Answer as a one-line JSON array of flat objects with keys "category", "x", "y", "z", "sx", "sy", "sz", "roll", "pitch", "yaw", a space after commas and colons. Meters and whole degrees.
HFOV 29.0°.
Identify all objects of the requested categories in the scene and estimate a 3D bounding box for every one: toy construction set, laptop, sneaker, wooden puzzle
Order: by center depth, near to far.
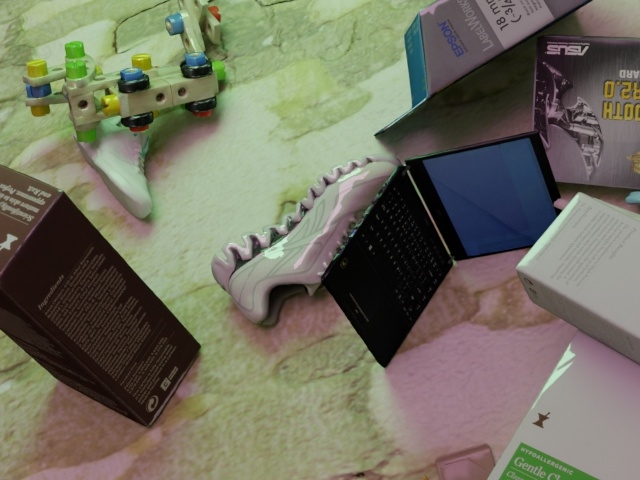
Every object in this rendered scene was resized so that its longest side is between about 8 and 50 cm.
[{"category": "wooden puzzle", "x": 0.170, "y": 0.277, "z": 1.424, "sx": 0.116, "sy": 0.014, "sz": 0.079, "roll": -13, "pitch": 60, "yaw": 16}, {"category": "laptop", "x": 0.156, "y": 0.018, "z": 1.453, "sx": 0.136, "sy": 0.234, "sz": 0.264, "roll": 24, "pitch": 71, "yaw": 33}, {"category": "sneaker", "x": 0.000, "y": 0.000, "z": 1.622, "sx": 0.292, "sy": 0.110, "sz": 0.118, "roll": -37, "pitch": 60, "yaw": 8}, {"category": "sneaker", "x": -0.287, "y": -0.120, "z": 1.833, "sx": 0.094, "sy": 0.080, "sz": 0.212, "roll": -31, "pitch": 51, "yaw": -13}, {"category": "toy construction set", "x": -0.273, "y": -0.252, "z": 1.859, "sx": 0.327, "sy": 0.151, "sz": 0.215, "roll": -30, "pitch": 33, "yaw": -17}]

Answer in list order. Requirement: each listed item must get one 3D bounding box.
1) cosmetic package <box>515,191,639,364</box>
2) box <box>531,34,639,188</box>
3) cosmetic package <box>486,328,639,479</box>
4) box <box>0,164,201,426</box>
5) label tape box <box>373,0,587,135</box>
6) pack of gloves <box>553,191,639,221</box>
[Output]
[{"category": "cosmetic package", "x": 0.328, "y": 0.054, "z": 1.264, "sx": 0.231, "sy": 0.085, "sz": 0.117, "roll": 34, "pitch": 78, "yaw": 38}, {"category": "box", "x": 0.378, "y": -0.157, "z": 1.517, "sx": 0.231, "sy": 0.056, "sz": 0.183, "roll": 8, "pitch": 104, "yaw": 26}, {"category": "cosmetic package", "x": 0.340, "y": 0.206, "z": 1.308, "sx": 0.197, "sy": 0.155, "sz": 0.366, "roll": 21, "pitch": 70, "yaw": 35}, {"category": "box", "x": -0.325, "y": 0.067, "z": 1.534, "sx": 0.191, "sy": 0.381, "sz": 0.143, "roll": 21, "pitch": 70, "yaw": 32}, {"category": "label tape box", "x": 0.191, "y": -0.271, "z": 1.614, "sx": 0.333, "sy": 0.240, "sz": 0.106, "roll": -32, "pitch": 93, "yaw": 1}, {"category": "pack of gloves", "x": 0.416, "y": -0.028, "z": 1.398, "sx": 0.232, "sy": 0.195, "sz": 0.046, "roll": 27, "pitch": 116, "yaw": 43}]
